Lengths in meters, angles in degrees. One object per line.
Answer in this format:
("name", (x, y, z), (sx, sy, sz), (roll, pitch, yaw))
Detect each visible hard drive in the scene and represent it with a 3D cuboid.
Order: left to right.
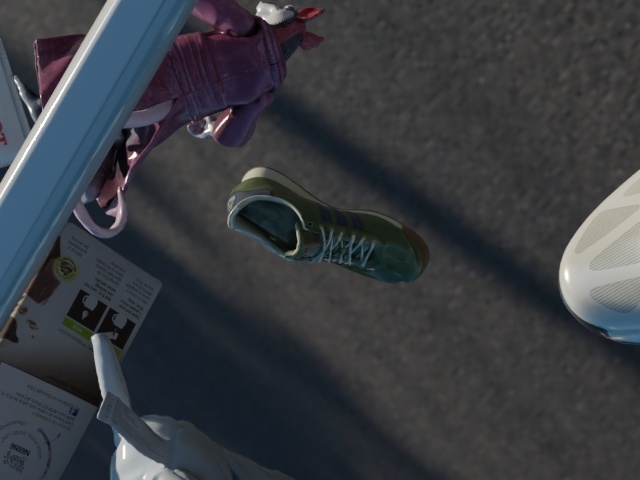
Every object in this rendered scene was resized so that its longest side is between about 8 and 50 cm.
("hard drive", (-0.114, -0.087, 0.939), (0.040, 0.307, 0.203), (30, -162, -8))

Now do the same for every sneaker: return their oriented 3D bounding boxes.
("sneaker", (0.000, 0.000, 1.592), (0.192, 0.086, 0.064), (25, 118, 8))
("sneaker", (0.343, -0.076, 1.368), (0.257, 0.447, 0.169), (23, -138, -54))

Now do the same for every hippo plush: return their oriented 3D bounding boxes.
("hippo plush", (-0.148, 0.290, 1.493), (0.294, 0.236, 0.234), (39, -167, -25))

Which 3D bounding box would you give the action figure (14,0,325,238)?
("action figure", (-0.160, -0.198, 2.028), (0.276, 0.370, 0.248), (-127, 15, -66))

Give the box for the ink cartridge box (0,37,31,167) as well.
("ink cartridge box", (-0.367, -0.114, 1.479), (0.092, 0.218, 0.158), (-164, 56, -71))

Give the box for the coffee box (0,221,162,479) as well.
("coffee box", (-0.291, 0.138, 1.613), (0.119, 0.297, 0.168), (35, 161, -26))
